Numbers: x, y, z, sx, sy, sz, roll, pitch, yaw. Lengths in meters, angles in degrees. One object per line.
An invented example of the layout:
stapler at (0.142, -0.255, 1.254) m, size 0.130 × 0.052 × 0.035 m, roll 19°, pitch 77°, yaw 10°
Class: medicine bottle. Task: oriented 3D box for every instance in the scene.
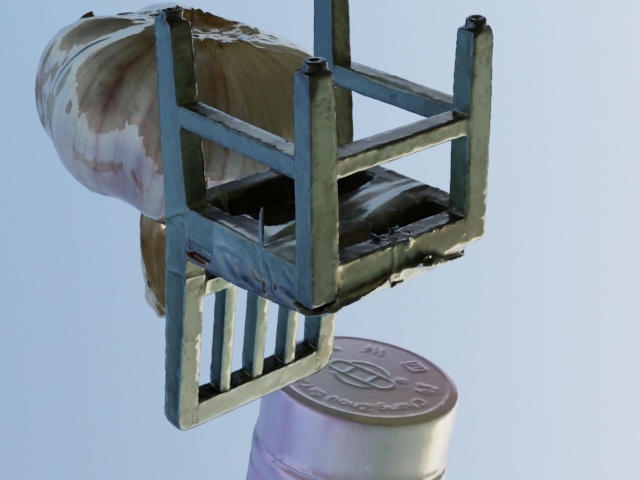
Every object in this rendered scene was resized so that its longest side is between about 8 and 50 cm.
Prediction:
medicine bottle at (0.014, 0.216, 1.060) m, size 0.152 × 0.253 × 0.152 m, roll 8°, pitch -159°, yaw -3°

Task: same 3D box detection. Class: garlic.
garlic at (-0.107, -0.056, 1.106) m, size 0.245 × 0.253 × 0.245 m, roll 8°, pitch -165°, yaw -2°

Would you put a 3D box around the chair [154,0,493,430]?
chair at (0.000, 0.000, 0.788) m, size 0.136 × 0.270 × 0.147 m, roll -19°, pitch -148°, yaw -38°
